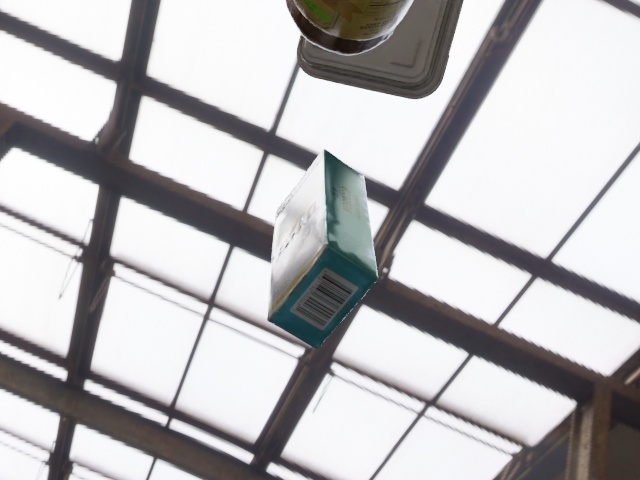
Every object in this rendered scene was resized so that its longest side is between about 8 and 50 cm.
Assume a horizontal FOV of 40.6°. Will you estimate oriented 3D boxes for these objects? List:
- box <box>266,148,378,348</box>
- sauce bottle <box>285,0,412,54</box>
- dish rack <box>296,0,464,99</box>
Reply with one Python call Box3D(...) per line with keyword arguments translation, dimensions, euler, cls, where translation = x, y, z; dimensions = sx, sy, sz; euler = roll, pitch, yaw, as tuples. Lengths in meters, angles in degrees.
Box3D(translation=(0.000, 0.000, 0.899), dimensions=(0.060, 0.100, 0.244), euler=(32, -157, -16), cls="box")
Box3D(translation=(0.054, -0.258, 0.612), dimensions=(0.112, 0.344, 0.111), euler=(4, -109, -12), cls="sauce bottle")
Box3D(translation=(0.109, -0.438, 1.546), dimensions=(0.286, 0.332, 0.072), euler=(16, -178, 18), cls="dish rack")
